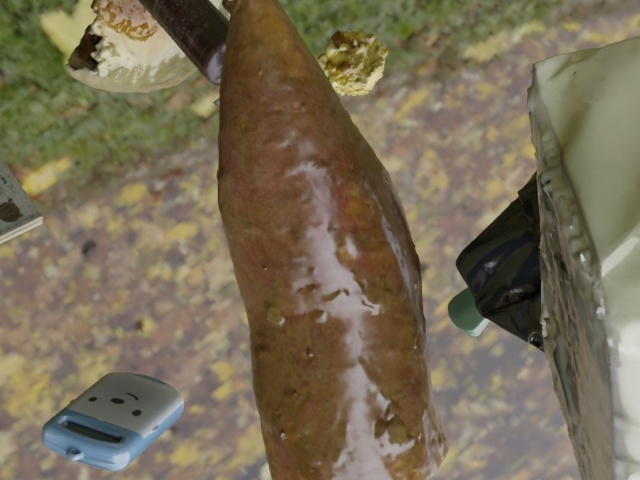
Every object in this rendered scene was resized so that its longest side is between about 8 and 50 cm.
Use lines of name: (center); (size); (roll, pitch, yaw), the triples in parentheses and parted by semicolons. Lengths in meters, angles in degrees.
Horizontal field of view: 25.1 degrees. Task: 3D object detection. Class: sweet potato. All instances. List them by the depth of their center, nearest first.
sweet potato: (0.001, 0.000, 0.907); (0.131, 0.131, 0.336); (-13, 98, -30)

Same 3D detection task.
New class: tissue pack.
tissue pack: (0.313, 0.016, 0.793); (0.380, 0.207, 0.297); (-12, 140, 1)

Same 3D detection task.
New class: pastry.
pastry: (-0.197, -0.284, 1.799); (0.256, 0.170, 0.237); (-62, -177, -8)

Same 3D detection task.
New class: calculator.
calculator: (-0.256, 0.223, 1.786); (0.210, 0.121, 0.039); (-39, 140, -61)

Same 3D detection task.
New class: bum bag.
bum bag: (0.220, -0.028, 1.157); (0.248, 0.123, 0.060); (-48, 163, -13)

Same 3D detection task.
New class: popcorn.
popcorn: (0.038, -0.208, 1.669); (0.082, 0.083, 0.057); (-23, 170, -22)

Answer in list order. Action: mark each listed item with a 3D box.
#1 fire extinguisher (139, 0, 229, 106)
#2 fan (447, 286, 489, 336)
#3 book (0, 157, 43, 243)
fire extinguisher: (-0.087, -0.166, 1.109); (0.045, 0.157, 0.078); (15, 117, -45)
fan: (0.181, 0.003, 1.212); (0.193, 0.038, 0.016); (-46, 154, 3)
book: (-0.423, -0.036, 1.585); (0.199, 0.138, 0.016); (-29, 166, -32)
